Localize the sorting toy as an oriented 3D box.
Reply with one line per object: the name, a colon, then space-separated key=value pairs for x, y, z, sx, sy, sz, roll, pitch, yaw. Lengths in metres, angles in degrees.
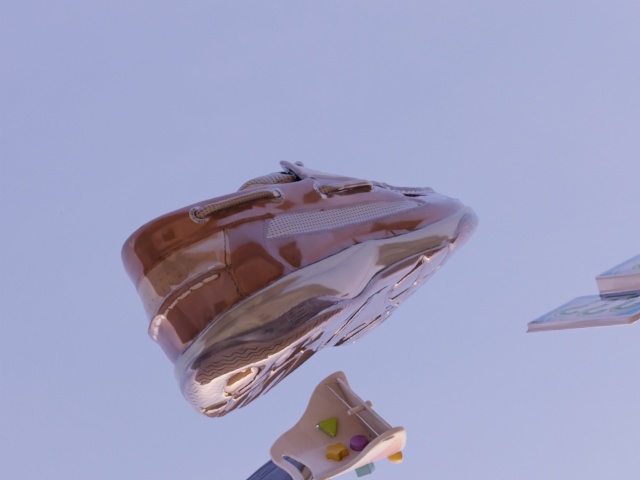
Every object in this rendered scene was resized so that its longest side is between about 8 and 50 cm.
sorting toy: x=0.007 y=0.137 z=0.750 sx=0.075 sy=0.083 sz=0.045 roll=-25 pitch=-59 yaw=-18

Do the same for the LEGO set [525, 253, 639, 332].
LEGO set: x=0.241 y=-0.010 z=0.569 sx=0.182 sy=0.244 sz=0.060 roll=-22 pitch=-84 yaw=-34

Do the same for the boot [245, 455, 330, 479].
boot: x=-0.020 y=0.288 z=0.809 sx=0.178 sy=0.085 sz=0.236 roll=40 pitch=-115 yaw=-16

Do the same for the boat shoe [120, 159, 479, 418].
boat shoe: x=0.000 y=0.000 z=0.695 sx=0.116 sy=0.324 sz=0.123 roll=50 pitch=-65 yaw=11
